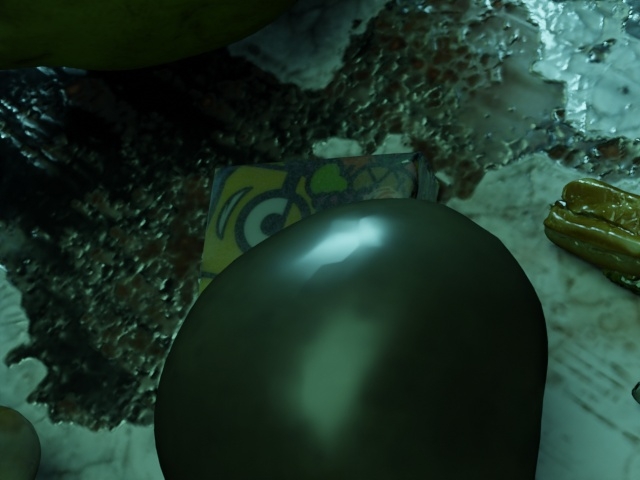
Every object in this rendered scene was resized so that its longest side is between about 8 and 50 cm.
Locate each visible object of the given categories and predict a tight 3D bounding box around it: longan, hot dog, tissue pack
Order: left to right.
[{"bbox_3d":[0.000,0.000,1.119,0.148,0.060,0.108,-4,63,19],"label":"tissue pack"},{"bbox_3d":[0.025,0.094,0.962,0.246,0.215,0.246,3,99,19],"label":"longan"},{"bbox_3d":[0.197,0.001,1.058,0.133,0.041,0.056,25,74,38],"label":"hot dog"}]

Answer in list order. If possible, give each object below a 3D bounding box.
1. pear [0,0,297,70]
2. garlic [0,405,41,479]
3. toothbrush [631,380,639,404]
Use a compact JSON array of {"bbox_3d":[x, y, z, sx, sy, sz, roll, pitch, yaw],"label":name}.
[{"bbox_3d":[-0.136,-0.298,1.180,0.413,0.352,0.352,-37,56,-4],"label":"pear"},{"bbox_3d":[-0.307,0.174,1.122,0.228,0.110,0.217,-40,44,-16],"label":"garlic"},{"bbox_3d":[0.305,0.143,0.942,0.294,0.026,0.028,28,61,32],"label":"toothbrush"}]
